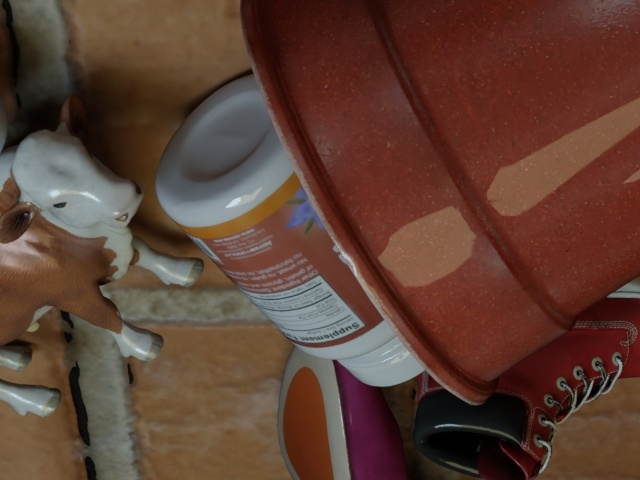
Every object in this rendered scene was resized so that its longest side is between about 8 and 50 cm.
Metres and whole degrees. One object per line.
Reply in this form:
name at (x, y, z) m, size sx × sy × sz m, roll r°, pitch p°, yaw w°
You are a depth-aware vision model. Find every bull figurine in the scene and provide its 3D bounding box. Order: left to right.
bull figurine at (-0.201, 0.023, 1.053) m, size 0.310 × 0.101 × 0.188 m, roll -23°, pitch 133°, yaw 34°

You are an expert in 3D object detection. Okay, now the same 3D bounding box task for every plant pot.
plant pot at (0.140, -0.090, 0.861) m, size 0.265 × 0.272 × 0.272 m, roll -29°, pitch 128°, yaw 14°

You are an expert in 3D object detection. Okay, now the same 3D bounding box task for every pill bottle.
pill bottle at (0.000, 0.000, 1.026) m, size 0.121 × 0.121 × 0.216 m, roll -25°, pitch 130°, yaw 22°

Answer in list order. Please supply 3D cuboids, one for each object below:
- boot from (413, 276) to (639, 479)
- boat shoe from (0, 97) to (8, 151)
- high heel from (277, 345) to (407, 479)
boot at (0.181, 0.107, 1.092) m, size 0.244 × 0.176 × 0.088 m, roll 4°, pitch 132°, yaw -6°
boat shoe at (-0.320, -0.037, 1.006) m, size 0.301 × 0.108 × 0.102 m, roll -19°, pitch 165°, yaw 17°
high heel at (0.074, 0.193, 1.255) m, size 0.181 × 0.127 × 0.377 m, roll -22°, pitch 133°, yaw -19°
